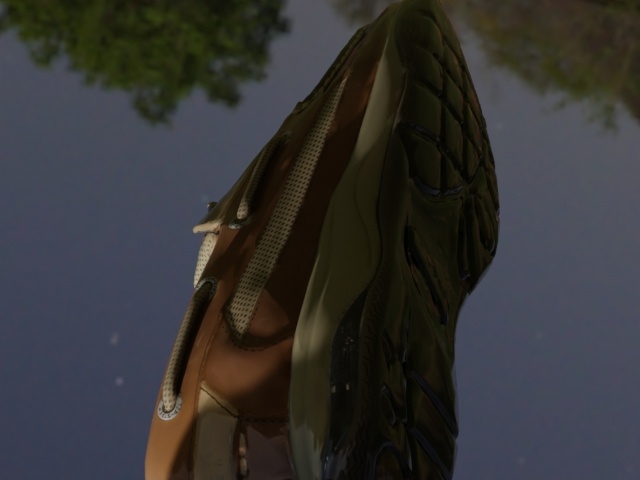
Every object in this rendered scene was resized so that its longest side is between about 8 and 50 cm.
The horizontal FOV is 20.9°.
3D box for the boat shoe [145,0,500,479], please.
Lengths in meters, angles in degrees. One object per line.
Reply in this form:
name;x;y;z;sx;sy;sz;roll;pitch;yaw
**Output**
boat shoe;0.000;0.000;0.752;0.120;0.122;0.324;-10;-148;20
